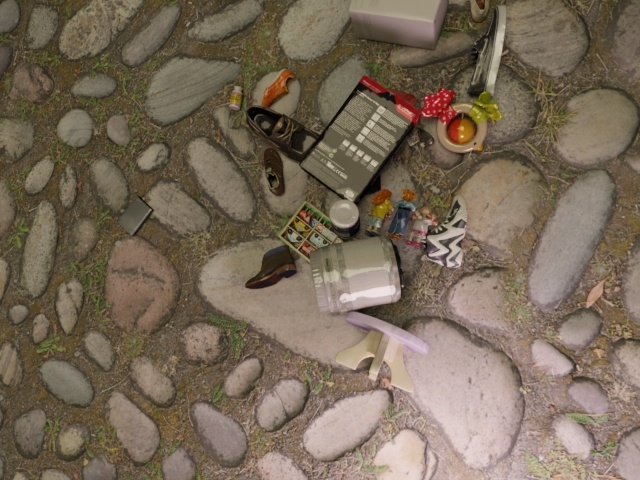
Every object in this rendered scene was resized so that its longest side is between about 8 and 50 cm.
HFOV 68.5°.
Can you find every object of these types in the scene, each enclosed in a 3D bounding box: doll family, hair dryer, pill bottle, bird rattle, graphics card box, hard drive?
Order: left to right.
[{"bbox_3d":[-0.742,-0.099,1.890,0.094,0.022,0.135,40,94,17],"label":"hard drive"},{"bbox_3d":[-0.325,-0.550,1.818,0.043,0.043,0.083,9,85,17],"label":"pill bottle"},{"bbox_3d":[0.083,-0.061,1.538,0.094,0.169,0.094,-2,73,6],"label":"pill bottle"},{"bbox_3d":[0.129,-0.322,1.551,0.232,0.094,0.371,36,92,8],"label":"graphics card box"},{"bbox_3d":[0.239,-0.415,1.613,0.223,0.080,0.294,-24,76,4],"label":"hair dryer"},{"bbox_3d":[0.242,-0.088,1.522,0.263,0.118,0.163,14,79,41],"label":"doll family"},{"bbox_3d":[0.454,-0.390,1.531,0.253,0.143,0.207,5,108,14],"label":"bird rattle"}]

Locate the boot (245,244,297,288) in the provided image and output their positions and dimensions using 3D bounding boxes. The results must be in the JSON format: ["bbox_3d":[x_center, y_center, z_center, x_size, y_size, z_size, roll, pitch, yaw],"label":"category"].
[{"bbox_3d":[-0.183,0.098,1.682,0.219,0.082,0.106,-23,62,23],"label":"boot"}]

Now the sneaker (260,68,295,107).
[{"bbox_3d":[-0.162,-0.561,1.765,0.067,0.064,0.175,39,97,7],"label":"sneaker"}]

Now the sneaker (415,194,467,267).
[{"bbox_3d":[0.386,-0.036,1.522,0.153,0.094,0.235,6,95,8],"label":"sneaker"}]

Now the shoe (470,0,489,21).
[{"bbox_3d":[0.546,-0.860,1.602,0.076,0.058,0.219,-1,83,16],"label":"shoe"}]

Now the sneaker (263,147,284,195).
[{"bbox_3d":[-0.173,-0.259,1.723,0.066,0.071,0.189,-18,79,13],"label":"sneaker"}]

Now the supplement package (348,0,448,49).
[{"bbox_3d":[0.272,-0.795,1.610,0.292,0.175,0.178,17,86,17],"label":"supplement package"}]

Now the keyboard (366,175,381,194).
[{"bbox_3d":[0.108,-0.315,1.648,0.201,0.033,0.317,0,81,-9],"label":"keyboard"}]

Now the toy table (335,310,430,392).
[{"bbox_3d":[0.185,0.349,1.471,0.274,0.252,0.161,16,71,23],"label":"toy table"}]

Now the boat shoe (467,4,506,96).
[{"bbox_3d":[0.545,-0.626,1.554,0.102,0.108,0.301,10,93,15],"label":"boat shoe"}]

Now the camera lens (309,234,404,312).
[{"bbox_3d":[0.116,0.108,1.495,0.274,0.219,0.220,-10,80,2],"label":"camera lens"}]

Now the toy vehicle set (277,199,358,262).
[{"bbox_3d":[0.000,0.000,1.658,0.267,0.035,0.166,38,94,17],"label":"toy vehicle set"}]

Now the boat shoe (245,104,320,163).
[{"bbox_3d":[-0.131,-0.380,1.695,0.355,0.130,0.132,27,91,17],"label":"boat shoe"}]
